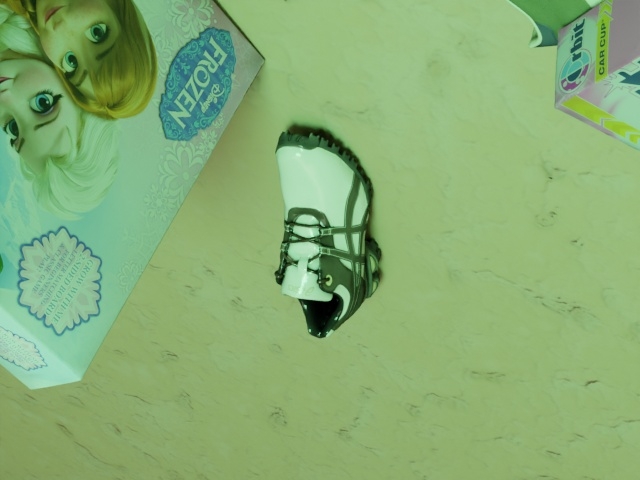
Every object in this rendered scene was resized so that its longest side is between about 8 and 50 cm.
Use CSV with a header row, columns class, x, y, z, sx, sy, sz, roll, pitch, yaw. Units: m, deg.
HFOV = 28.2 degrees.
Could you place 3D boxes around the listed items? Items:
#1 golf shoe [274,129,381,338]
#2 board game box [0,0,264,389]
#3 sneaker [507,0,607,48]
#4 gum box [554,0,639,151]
class,x,y,z,sx,sy,sz,roll,pitch,yaw
golf shoe,0.000,0.000,1.068,0.077,0.094,0.198,7,137,30
board game box,-0.213,-0.121,0.862,0.066,0.319,0.318,-13,131,43
sneaker,0.114,-0.190,0.781,0.086,0.064,0.192,-20,125,41
gum box,0.249,-0.089,0.774,0.188,0.062,0.107,23,150,-24
